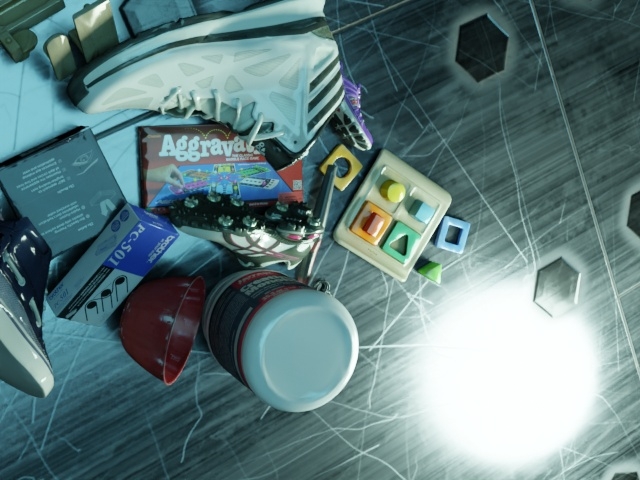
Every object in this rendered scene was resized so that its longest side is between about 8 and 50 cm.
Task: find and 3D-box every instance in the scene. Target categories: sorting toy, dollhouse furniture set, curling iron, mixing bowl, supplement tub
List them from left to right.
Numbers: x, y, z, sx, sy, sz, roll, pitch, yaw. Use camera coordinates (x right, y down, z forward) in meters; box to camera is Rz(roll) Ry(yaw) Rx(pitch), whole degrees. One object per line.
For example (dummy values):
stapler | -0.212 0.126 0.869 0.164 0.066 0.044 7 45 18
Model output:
dollhouse furniture set | -0.397 -0.328 1.286 0.144 0.123 0.151 -36 78 -16
mixing bowl | -0.262 0.132 1.447 0.098 0.181 0.181 16 92 7
supplement tub | -0.075 0.152 1.459 0.191 0.272 0.191 -4 100 -24
curling iron | 0.000 0.000 1.599 0.068 0.035 0.274 4 98 -18
sorting toy | 0.139 -0.044 1.651 0.347 0.047 0.196 31 85 -25

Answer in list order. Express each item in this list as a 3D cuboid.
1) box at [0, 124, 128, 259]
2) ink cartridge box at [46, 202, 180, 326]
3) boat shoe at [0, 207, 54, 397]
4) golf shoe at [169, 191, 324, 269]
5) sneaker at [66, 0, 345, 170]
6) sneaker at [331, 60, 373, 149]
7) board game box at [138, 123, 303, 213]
box | -0.396 -0.073 1.377 0.156 0.093 0.158 -29 108 -18
ink cartridge box | -0.323 0.041 1.395 0.207 0.046 0.097 -47 148 11
boat shoe | -0.438 0.098 1.318 0.127 0.340 0.158 20 59 12
golf shoe | -0.127 -0.005 1.495 0.272 0.105 0.120 7 124 -29
sneaker | -0.148 -0.216 1.405 0.447 0.169 0.258 -22 94 -22
sneaker | 0.053 -0.238 1.570 0.071 0.068 0.170 -34 106 -25
board game box | -0.163 -0.125 1.512 0.281 0.027 0.145 -5 99 -24
